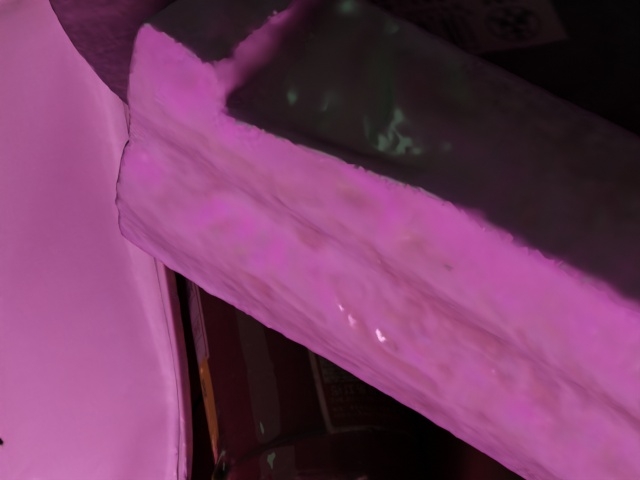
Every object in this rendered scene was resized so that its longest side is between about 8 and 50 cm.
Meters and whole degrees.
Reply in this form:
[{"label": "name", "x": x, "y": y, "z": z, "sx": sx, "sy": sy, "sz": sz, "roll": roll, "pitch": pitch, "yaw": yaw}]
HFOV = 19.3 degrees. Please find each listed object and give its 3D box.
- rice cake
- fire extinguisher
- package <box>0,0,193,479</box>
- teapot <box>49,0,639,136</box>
[{"label": "rice cake", "x": 0.080, "y": 0.033, "z": 0.424, "sx": 0.298, "sy": 0.050, "sz": 0.106, "roll": 31, "pitch": 151, "yaw": 14}, {"label": "fire extinguisher", "x": 0.001, "y": 0.004, "z": 0.692, "sx": 0.106, "sy": 0.075, "sz": 0.252, "roll": -19, "pitch": 61, "yaw": 17}, {"label": "package", "x": -0.166, "y": 0.035, "z": 0.728, "sx": 0.221, "sy": 0.165, "sz": 0.311, "roll": 14, "pitch": 113, "yaw": 59}, {"label": "teapot", "x": 0.054, "y": -0.169, "z": 0.487, "sx": 0.321, "sy": 0.239, "sz": 0.239, "roll": 85, "pitch": -170, "yaw": -59}]
